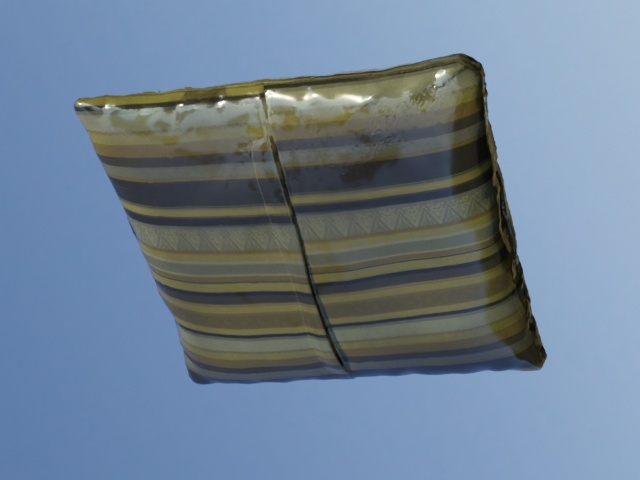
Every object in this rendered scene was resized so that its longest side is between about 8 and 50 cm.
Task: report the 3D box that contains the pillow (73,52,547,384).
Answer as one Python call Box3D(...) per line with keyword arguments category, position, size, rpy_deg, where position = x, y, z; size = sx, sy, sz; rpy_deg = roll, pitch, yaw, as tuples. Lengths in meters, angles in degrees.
Box3D(category="pillow", position=(0.000, 0.000, 0.899), size=(0.052, 0.208, 0.212), rpy_deg=(-79, -22, -46))
